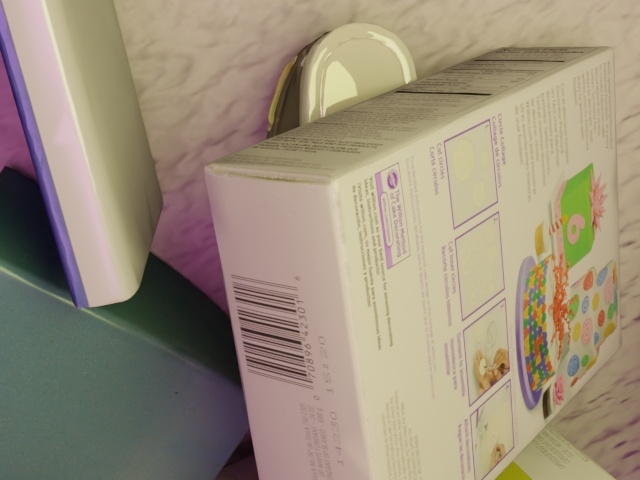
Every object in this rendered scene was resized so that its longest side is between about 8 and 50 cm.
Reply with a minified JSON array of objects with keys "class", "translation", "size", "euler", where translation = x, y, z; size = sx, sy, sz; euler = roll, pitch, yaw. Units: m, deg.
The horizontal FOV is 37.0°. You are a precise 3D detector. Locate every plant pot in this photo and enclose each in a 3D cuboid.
[{"class":"plant pot","translation":[-0.171,0.091,0.707],"size":[0.234,0.165,0.165],"euler":[28,105,-21]}]

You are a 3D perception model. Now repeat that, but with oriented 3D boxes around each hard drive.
[{"class":"hard drive","translation":[-0.162,-0.143,0.599],"size":[0.040,0.210,0.318],"euler":[-11,109,-1]}]

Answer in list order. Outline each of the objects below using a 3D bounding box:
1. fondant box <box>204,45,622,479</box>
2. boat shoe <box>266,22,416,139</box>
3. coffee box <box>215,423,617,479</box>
[{"class":"fondant box","translation":[0.088,0.022,0.623],"size":[0.096,0.330,0.238],"euler":[9,115,39]},{"class":"boat shoe","translation":[0.004,0.000,0.691],"size":[0.109,0.091,0.305],"euler":[5,96,-21]},{"class":"coffee box","translation":[0.072,0.347,0.682],"size":[0.334,0.337,0.338],"euler":[-22,110,-11]}]
